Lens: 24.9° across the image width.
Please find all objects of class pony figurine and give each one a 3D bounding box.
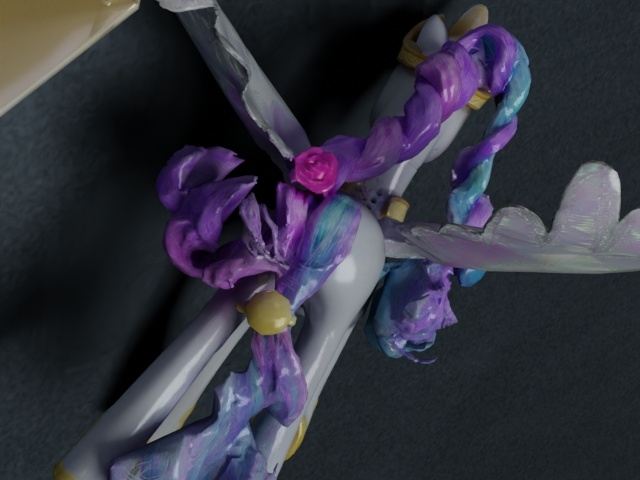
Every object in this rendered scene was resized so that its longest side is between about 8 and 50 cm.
[{"bbox_3d":[0.000,0.000,0.821,0.363,0.302,0.351,-56,178,3],"label":"pony figurine"}]

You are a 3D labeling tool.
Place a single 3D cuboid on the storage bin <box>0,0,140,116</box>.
[{"bbox_3d":[-0.179,-0.105,0.479,0.262,0.123,0.260,-43,176,-23],"label":"storage bin"}]
